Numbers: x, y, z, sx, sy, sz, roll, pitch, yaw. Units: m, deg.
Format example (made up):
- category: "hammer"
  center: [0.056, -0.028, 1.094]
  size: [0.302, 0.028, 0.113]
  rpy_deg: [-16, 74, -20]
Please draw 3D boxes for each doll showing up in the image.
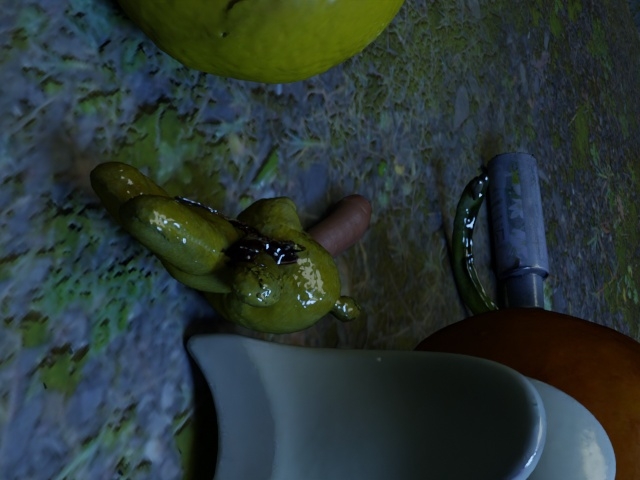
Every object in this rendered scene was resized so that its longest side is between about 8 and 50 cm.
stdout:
- category: "doll"
  center: [-0.061, -0.001, 0.677]
  size: [0.209, 0.137, 0.097]
  rpy_deg: [38, 77, -53]

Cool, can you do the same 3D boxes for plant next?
- category: "plant"
  center: [0.251, 0.122, 1.142]
  size: [0.180, 0.251, 0.333]
  rpy_deg: [2, 45, -44]

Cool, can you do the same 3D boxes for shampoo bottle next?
- category: "shampoo bottle"
  center: [0.253, -0.008, 1.272]
  size: [0.072, 0.072, 0.214]
  rpy_deg: [31, 51, -50]

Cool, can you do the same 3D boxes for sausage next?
- category: "sausage"
  center: [0.000, 0.000, 0.874]
  size: [0.186, 0.043, 0.043]
  rpy_deg: [-35, 107, -58]

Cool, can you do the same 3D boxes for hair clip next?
- category: "hair clip"
  center: [0.049, 0.144, 0.677]
  size: [0.113, 0.282, 0.172]
  rpy_deg: [52, 34, -55]

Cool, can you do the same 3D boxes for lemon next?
- category: "lemon"
  center: [-0.034, -0.233, 0.734]
  size: [0.253, 0.228, 0.228]
  rpy_deg: [-32, 104, -46]

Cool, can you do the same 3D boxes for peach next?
- category: "peach"
  center: [0.203, 0.223, 0.841]
  size: [0.343, 0.301, 0.343]
  rpy_deg: [28, 55, -49]
